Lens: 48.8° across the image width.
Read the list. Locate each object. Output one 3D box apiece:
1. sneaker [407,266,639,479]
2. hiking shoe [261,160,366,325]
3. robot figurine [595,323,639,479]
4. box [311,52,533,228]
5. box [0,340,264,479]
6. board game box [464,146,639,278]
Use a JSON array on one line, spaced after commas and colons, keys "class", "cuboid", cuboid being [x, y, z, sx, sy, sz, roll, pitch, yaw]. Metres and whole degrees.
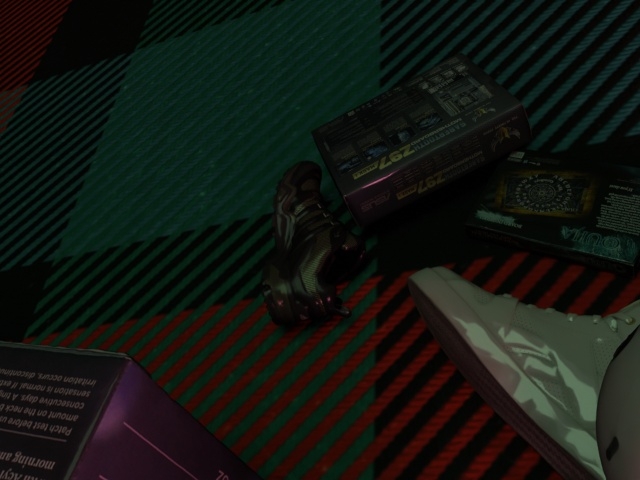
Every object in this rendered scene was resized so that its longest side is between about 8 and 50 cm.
[{"class": "sneaker", "cuboid": [0.223, 0.092, 0.629, 0.169, 0.108, 0.292, -37, 55, -9]}, {"class": "hiking shoe", "cuboid": [0.000, 0.000, 0.843, 0.114, 0.086, 0.227, 0, 57, 10]}, {"class": "robot figurine", "cuboid": [0.300, 0.130, 0.433, 0.173, 0.278, 0.209, 17, 87, 65]}, {"class": "box", "cuboid": [0.117, -0.131, 0.882, 0.232, 0.059, 0.183, -28, 35, 3]}, {"class": "box", "cuboid": [-0.219, 0.317, 0.517, 0.211, 0.294, 0.396, 0, 53, 27]}, {"class": "board game box", "cuboid": [0.266, -0.037, 0.764, 0.186, 0.026, 0.126, 17, 62, 36]}]
